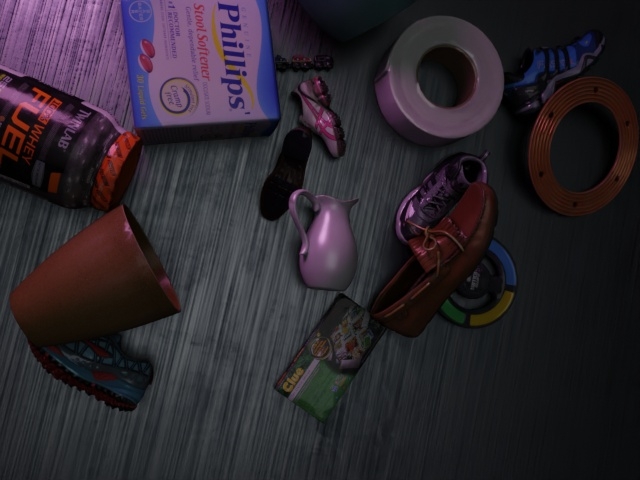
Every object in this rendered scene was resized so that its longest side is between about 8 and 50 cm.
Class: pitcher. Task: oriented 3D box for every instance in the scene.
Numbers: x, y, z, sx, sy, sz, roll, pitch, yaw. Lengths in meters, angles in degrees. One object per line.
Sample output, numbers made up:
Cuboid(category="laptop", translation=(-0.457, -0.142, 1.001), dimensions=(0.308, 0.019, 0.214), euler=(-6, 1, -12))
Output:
Cuboid(category="pitcher", translation=(0.000, 0.000, 1.225), dimensions=(0.178, 0.125, 0.207), euler=(10, 80, -36))

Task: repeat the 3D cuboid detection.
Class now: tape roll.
Cuboid(category="tape roll", translation=(0.273, -0.366, 1.324), dimensions=(0.286, 0.100, 0.286), euler=(0, 88, -12))

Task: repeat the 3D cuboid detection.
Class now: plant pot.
Cuboid(category="plant pot", translation=(0.071, -0.570, 1.205), dimensions=(0.293, 0.293, 0.235), euler=(-35, 111, -12))
Cuboid(category="plant pot", translation=(-0.433, 0.092, 1.082), dimensions=(0.254, 0.237, 0.237), euler=(-28, 94, -10))

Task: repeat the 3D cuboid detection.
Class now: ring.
Cuboid(category="ring", translation=(0.640, -0.226, 1.394), dimensions=(0.337, 0.032, 0.336), euler=(-5, 105, -19))

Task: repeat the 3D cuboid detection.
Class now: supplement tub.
Cuboid(category="supplement tub", translation=(-0.531, -0.191, 1.085), dimensions=(0.338, 0.207, 0.207), euler=(23, 83, -10))

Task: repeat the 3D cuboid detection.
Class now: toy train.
Cuboid(category="toy train", translation=(-0.047, -0.404, 1.292), dimensions=(0.158, 0.027, 0.036), euler=(-6, 85, -13))

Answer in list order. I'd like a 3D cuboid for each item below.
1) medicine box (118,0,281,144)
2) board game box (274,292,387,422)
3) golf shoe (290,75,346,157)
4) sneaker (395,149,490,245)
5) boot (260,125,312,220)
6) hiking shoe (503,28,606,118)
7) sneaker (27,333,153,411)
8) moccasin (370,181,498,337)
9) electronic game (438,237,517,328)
Cuboid(category="medicine box", translation=(-0.246, -0.352, 1.185), dimensions=(0.289, 0.149, 0.263), euler=(-7, 89, -12))
Cuboid(category="board game box", translation=(0.026, 0.261, 1.278), dimensions=(0.136, 0.030, 0.259), euler=(38, 80, -10))
Cuboid(category="golf shoe", translation=(-0.001, -0.269, 1.285), dimensions=(0.086, 0.067, 0.186), euler=(-21, 95, 17))
Cuboid(category="sneaker", translation=(0.277, -0.104, 1.285), dimensions=(0.101, 0.153, 0.268), euler=(40, 80, -7))
Cuboid(category="boot", translation=(-0.066, -0.151, 1.255), dimensions=(0.082, 0.106, 0.219), euler=(25, 114, -2))
Cuboid(category="hiking shoe", translation=(0.564, -0.433, 1.383), dimensions=(0.304, 0.113, 0.132), euler=(-41, 97, -11))
Cuboid(category="sneaker", translation=(-0.459, 0.238, 1.153), dimensions=(0.262, 0.104, 0.125), euler=(30, 49, 1))
Cuboid(category="moccasin", translation=(0.239, 0.034, 1.229), dimensions=(0.147, 0.139, 0.380), euler=(26, 116, -18))
Cuboid(category="electronic game", translation=(0.360, 0.093, 1.348), dimensions=(0.229, 0.048, 0.229), euler=(0, 88, -12))
